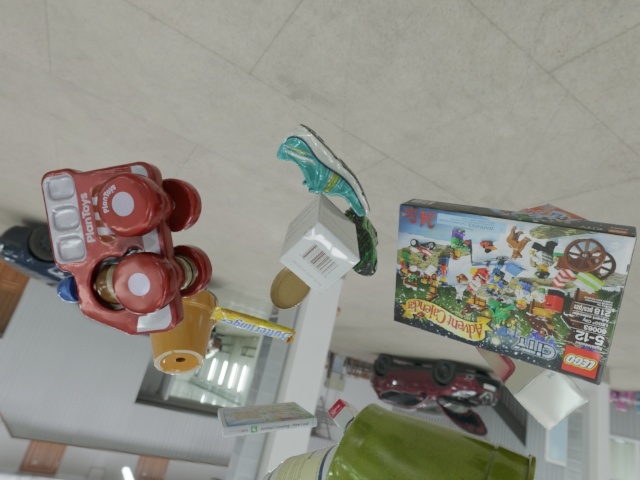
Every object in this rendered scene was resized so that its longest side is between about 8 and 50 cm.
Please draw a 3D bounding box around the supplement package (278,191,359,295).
[{"bbox_3d":[0.000,0.000,0.789,0.105,0.179,0.105,42,108,-14],"label":"supplement package"}]

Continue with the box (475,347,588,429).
[{"bbox_3d":[0.536,0.339,1.071,0.148,0.127,0.232,44,-171,-11],"label":"box"}]

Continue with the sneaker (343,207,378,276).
[{"bbox_3d":[0.179,0.006,1.605,0.146,0.344,0.134,33,124,-29],"label":"sneaker"}]

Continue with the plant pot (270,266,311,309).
[{"bbox_3d":[-0.130,0.213,1.897,0.236,0.236,0.032,-1,148,37],"label":"plant pot"}]

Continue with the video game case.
[{"bbox_3d":[-0.127,0.397,0.926,0.193,0.023,0.212,1,168,-16],"label":"video game case"}]

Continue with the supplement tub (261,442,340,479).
[{"bbox_3d":[-0.004,0.719,1.154,0.324,0.236,0.235,-33,135,32],"label":"supplement tub"}]

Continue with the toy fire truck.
[{"bbox_3d":[-0.350,0.014,0.724,0.253,0.303,0.169,-7,-176,11],"label":"toy fire truck"}]

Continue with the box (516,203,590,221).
[{"bbox_3d":[0.474,0.067,0.878,0.122,0.257,0.128,-15,-158,-4],"label":"box"}]

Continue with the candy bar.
[{"bbox_3d":[-0.122,0.156,0.761,0.161,0.018,0.040,20,130,-11],"label":"candy bar"}]

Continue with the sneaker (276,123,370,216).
[{"bbox_3d":[0.014,-0.151,0.982,0.275,0.110,0.107,42,-166,-21],"label":"sneaker"}]

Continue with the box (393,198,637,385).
[{"bbox_3d":[0.200,0.046,0.469,0.233,0.159,0.044,12,-159,34],"label":"box"}]

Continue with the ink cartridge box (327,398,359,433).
[{"bbox_3d":[0.107,0.594,1.318,0.150,0.063,0.109,42,176,43],"label":"ink cartridge box"}]

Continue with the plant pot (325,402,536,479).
[{"bbox_3d":[0.210,0.543,0.878,0.352,0.367,0.366,20,166,29],"label":"plant pot"}]

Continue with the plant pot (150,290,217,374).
[{"bbox_3d":[-0.396,0.264,1.167,0.205,0.188,0.205,-8,137,-8],"label":"plant pot"}]
